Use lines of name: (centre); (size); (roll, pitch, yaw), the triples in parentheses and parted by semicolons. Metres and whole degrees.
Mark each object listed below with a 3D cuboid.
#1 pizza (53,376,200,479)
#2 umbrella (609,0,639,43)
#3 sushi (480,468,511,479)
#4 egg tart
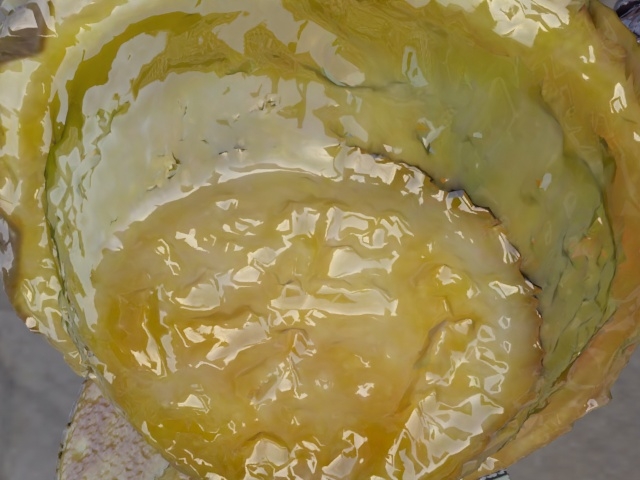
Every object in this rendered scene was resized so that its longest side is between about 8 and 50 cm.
pizza: (-0.106, 0.130, 1.135); (0.134, 0.046, 0.175); (-2, 60, 42)
umbrella: (0.335, -0.200, 1.797); (0.326, 0.094, 0.090); (-35, 28, 48)
sushi: (0.041, 0.185, 1.293); (0.193, 0.040, 0.210); (-16, 116, 25)
egg tart: (0.000, 0.000, 0.686); (0.288, 0.288, 0.118); (-44, 19, 29)
